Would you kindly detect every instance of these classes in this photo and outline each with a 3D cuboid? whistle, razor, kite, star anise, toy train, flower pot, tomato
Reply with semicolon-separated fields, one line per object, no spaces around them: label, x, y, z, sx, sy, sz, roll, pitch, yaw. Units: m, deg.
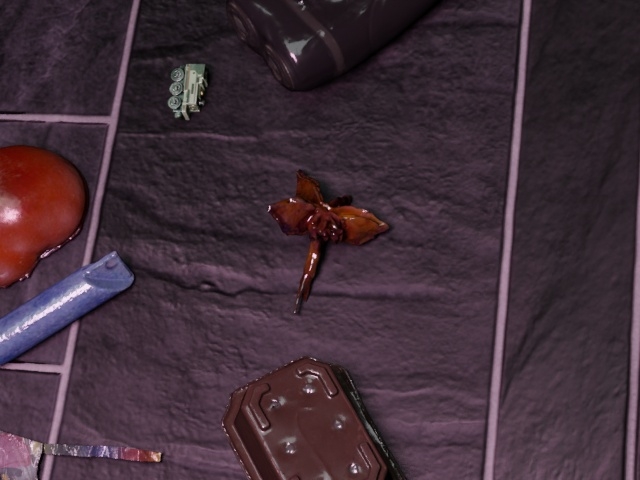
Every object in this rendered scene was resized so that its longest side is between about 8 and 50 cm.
whistle;-0.394;0.114;1.851;0.304;0.062;0.062;-32;67;-2
razor;0.047;-0.361;1.913;0.349;0.113;0.204;-35;68;-5
kite;-0.386;0.328;1.791;0.360;0.022;0.204;-2;70;12
star anise;-0.008;0.002;1.827;0.158;0.144;0.140;28;32;13
toy train;-0.189;-0.213;1.949;0.053;0.033;0.083;0;70;8
flower pot;-0.008;0.255;1.688;0.179;0.084;0.251;-25;67;-13
tomato;-0.449;-0.055;1.902;0.228;0.112;0.199;-44;66;-10
